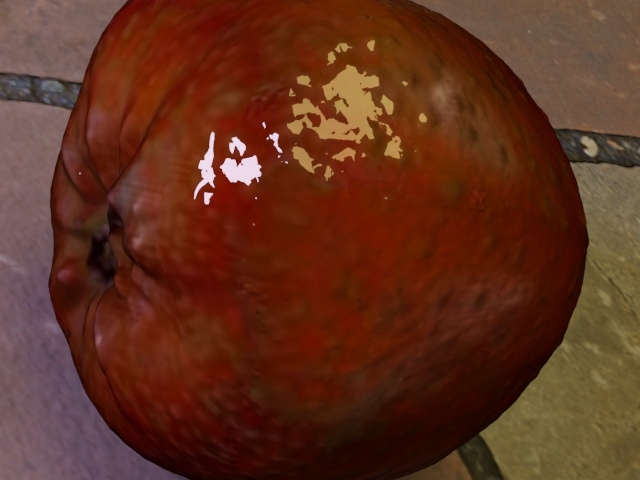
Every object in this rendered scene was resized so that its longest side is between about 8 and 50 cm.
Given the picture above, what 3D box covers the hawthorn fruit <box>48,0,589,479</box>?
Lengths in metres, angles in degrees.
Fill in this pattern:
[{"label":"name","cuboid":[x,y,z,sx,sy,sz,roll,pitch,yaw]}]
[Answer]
[{"label":"hawthorn fruit","cuboid":[0.000,0.000,0.871,0.299,0.275,0.275,18,34,-47]}]
